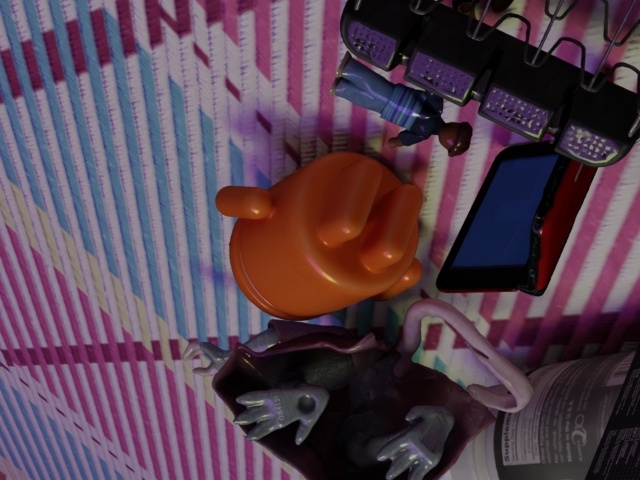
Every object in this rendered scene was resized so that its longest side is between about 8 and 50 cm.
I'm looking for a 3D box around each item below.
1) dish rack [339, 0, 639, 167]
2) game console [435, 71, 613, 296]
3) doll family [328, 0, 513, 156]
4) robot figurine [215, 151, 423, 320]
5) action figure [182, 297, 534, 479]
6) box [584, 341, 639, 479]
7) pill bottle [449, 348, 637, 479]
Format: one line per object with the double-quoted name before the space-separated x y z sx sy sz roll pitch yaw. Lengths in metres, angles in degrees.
"dish rack" 0.136 -0.182 0.696 0.208 0.074 0.272 25 127 5
"game console" 0.141 -0.039 0.871 0.085 0.144 0.124 17 149 19
"doll family" 0.076 -0.131 0.867 0.111 0.076 0.193 25 156 0
"robot figurine" -0.001 -0.001 1.081 0.219 0.158 0.128 -28 75 57
"action figure" 0.024 0.131 1.224 0.248 0.275 0.370 50 -176 2
"box" 0.309 0.121 0.844 0.216 0.270 0.060 40 151 -17
"pill bottle" 0.250 0.184 1.108 0.161 0.161 0.283 39 151 -17
